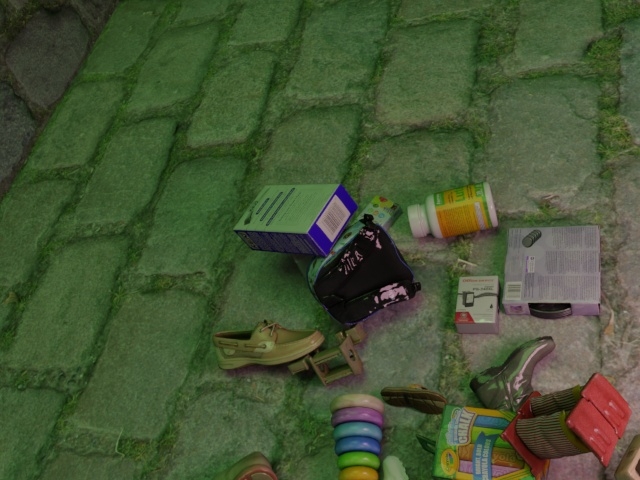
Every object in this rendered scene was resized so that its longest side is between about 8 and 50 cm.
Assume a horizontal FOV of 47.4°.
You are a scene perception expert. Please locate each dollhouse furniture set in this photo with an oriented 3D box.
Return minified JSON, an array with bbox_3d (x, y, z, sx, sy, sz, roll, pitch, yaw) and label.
[{"bbox_3d":[0.035,0.328,2.023,0.182,0.101,0.161,-26,7,29],"label":"dollhouse furniture set"},{"bbox_3d":[0.576,0.461,1.460,0.374,0.201,0.152,48,55,0],"label":"dollhouse furniture set"}]

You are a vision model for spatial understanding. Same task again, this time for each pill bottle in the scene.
[{"bbox_3d":[0.385,-0.081,2.132,0.245,0.136,0.136,-13,49,15],"label":"pill bottle"}]

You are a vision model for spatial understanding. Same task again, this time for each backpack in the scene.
[{"bbox_3d":[0.094,0.093,2.047,0.263,0.276,0.213,-38,14,-11],"label":"backpack"}]

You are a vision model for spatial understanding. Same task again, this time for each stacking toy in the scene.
[{"bbox_3d":[0.088,0.549,1.771,0.141,0.141,0.330,-9,55,17],"label":"stacking toy"}]

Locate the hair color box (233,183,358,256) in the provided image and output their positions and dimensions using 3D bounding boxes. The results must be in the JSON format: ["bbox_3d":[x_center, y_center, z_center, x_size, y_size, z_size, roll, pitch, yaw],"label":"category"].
[{"bbox_3d":[-0.076,-0.062,2.090,0.339,0.110,0.185,5,53,47],"label":"hair color box"}]

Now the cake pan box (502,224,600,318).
[{"bbox_3d":[0.619,0.081,1.945,0.245,0.070,0.267,-4,52,24],"label":"cake pan box"}]

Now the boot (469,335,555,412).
[{"bbox_3d":[0.503,0.357,1.779,0.246,0.083,0.161,-35,54,2],"label":"boot"}]

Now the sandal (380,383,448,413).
[{"bbox_3d":[0.242,0.397,1.868,0.180,0.072,0.049,2,33,31],"label":"sandal"}]

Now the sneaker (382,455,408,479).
[{"bbox_3d":[0.173,0.612,1.691,0.095,0.090,0.235,-15,47,-1],"label":"sneaker"}]

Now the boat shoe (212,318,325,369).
[{"bbox_3d":[-0.155,0.285,2.060,0.341,0.110,0.121,-13,10,20],"label":"boat shoe"}]

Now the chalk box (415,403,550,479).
[{"bbox_3d":[0.359,0.495,1.653,0.289,0.180,0.179,0,53,26],"label":"chalk box"}]

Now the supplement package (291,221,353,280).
[{"bbox_3d":[0.000,0.000,2.233,0.203,0.149,0.194,-32,46,-3],"label":"supplement package"}]

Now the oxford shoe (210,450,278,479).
[{"bbox_3d":[-0.270,0.694,1.836,0.397,0.140,0.146,-38,17,-2],"label":"oxford shoe"}]

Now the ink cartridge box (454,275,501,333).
[{"bbox_3d":[0.424,0.171,1.961,0.109,0.063,0.150,-3,53,22],"label":"ink cartridge box"}]

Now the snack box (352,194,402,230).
[{"bbox_3d":[0.175,-0.069,2.285,0.100,0.037,0.141,27,68,39],"label":"snack box"}]
